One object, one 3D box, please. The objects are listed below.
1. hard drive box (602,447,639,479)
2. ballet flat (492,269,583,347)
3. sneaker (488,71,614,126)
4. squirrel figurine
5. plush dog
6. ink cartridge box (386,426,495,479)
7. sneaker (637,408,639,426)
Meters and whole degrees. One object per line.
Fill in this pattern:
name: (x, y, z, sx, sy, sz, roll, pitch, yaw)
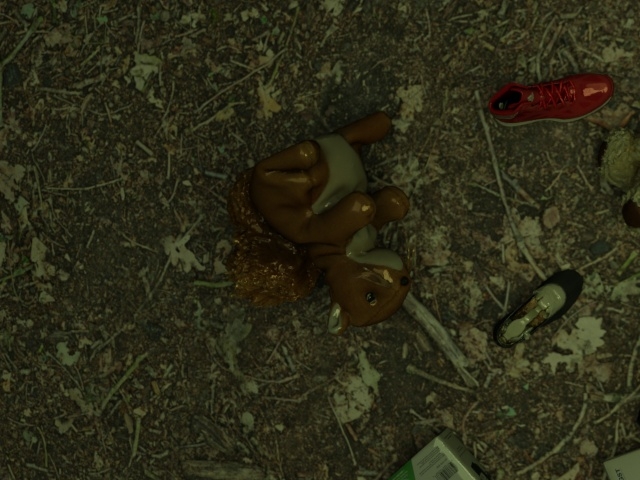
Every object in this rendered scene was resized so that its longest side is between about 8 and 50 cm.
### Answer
hard drive box: (0.634, 0.423, 1.532, 0.232, 0.089, 0.181, -29, 69, 28)
ballet flat: (0.400, 0.132, 1.655, 0.203, 0.074, 0.074, -43, 78, 18)
sneaker: (0.408, -0.250, 1.601, 0.221, 0.128, 0.087, -15, 88, 23)
squirrel figurine: (0.000, 0.000, 1.741, 0.397, 0.281, 0.370, -21, 95, 35)
plush dog: (0.610, -0.137, 1.485, 0.211, 0.262, 0.225, 15, 125, -9)
ink cartridge box: (0.253, 0.491, 1.722, 0.153, 0.087, 0.208, -45, 76, 17)
sneaker: (0.672, 0.242, 1.538, 0.124, 0.107, 0.283, 39, 105, 10)
